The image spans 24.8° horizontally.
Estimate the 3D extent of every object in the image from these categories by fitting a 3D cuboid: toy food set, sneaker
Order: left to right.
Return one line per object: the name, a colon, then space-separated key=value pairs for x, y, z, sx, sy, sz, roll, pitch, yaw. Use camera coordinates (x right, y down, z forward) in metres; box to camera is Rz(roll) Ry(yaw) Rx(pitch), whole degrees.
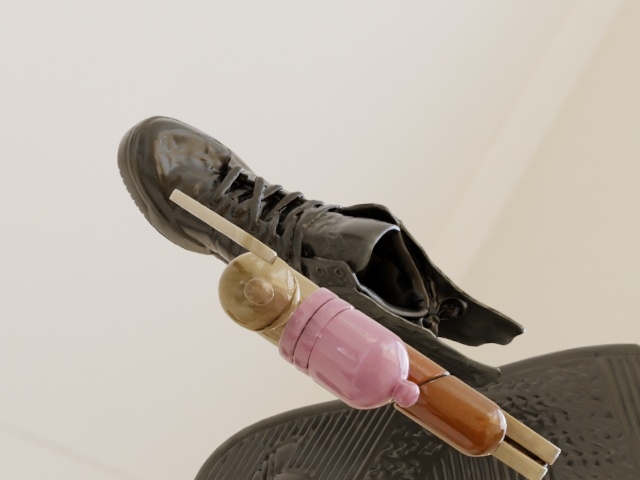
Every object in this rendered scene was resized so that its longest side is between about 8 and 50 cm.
sneaker: x=-0.001 y=0.002 z=0.608 sx=0.170 sy=0.089 sz=0.051 roll=46 pitch=-127 yaw=-16
toy food set: x=0.014 y=0.032 z=0.359 sx=0.122 sy=0.078 sz=0.019 roll=35 pitch=-93 yaw=-26
sneaker: x=0.104 y=0.153 z=0.672 sx=0.178 sy=0.295 sz=0.124 roll=59 pitch=-149 yaw=-42
